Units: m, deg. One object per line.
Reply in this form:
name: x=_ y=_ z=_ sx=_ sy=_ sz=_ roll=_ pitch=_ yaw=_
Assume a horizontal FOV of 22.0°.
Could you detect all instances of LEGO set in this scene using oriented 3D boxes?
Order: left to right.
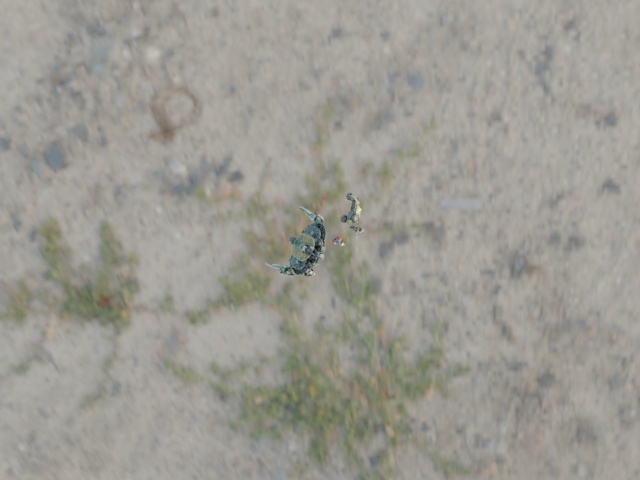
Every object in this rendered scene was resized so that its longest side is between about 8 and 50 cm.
LEGO set: x=0.001 y=0.002 z=1.095 sx=0.083 sy=0.023 sz=0.054 roll=-13 pitch=61 yaw=42
